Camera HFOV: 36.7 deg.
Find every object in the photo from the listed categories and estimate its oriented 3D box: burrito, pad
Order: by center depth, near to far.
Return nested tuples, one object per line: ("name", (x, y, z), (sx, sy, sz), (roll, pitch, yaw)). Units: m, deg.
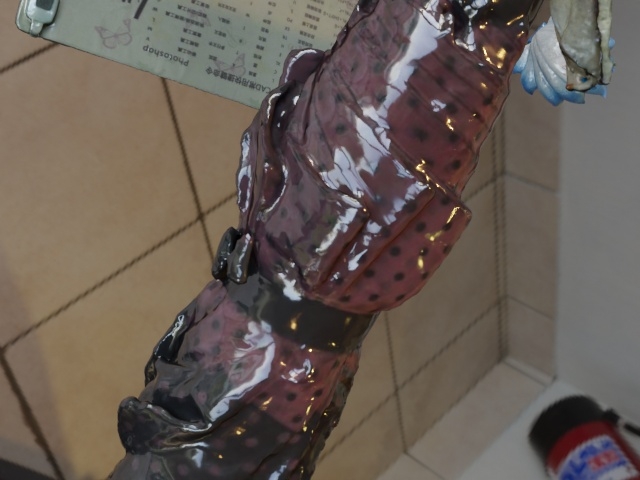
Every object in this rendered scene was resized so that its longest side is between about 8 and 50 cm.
("pad", (-0.055, -0.176, 0.657), (0.265, 0.009, 0.159), (16, 87, -21))
("burrito", (0.183, -0.186, 0.678), (0.042, 0.051, 0.171), (-17, 112, -29))

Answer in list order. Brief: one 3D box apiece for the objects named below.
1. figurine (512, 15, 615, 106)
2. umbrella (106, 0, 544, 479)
("figurine", (0.274, -0.194, 1.052), (0.079, 0.114, 0.114), (-46, 159, -81))
("umbrella", (0.000, 0.000, 0.382), (0.094, 0.090, 0.326), (20, 106, -25))
